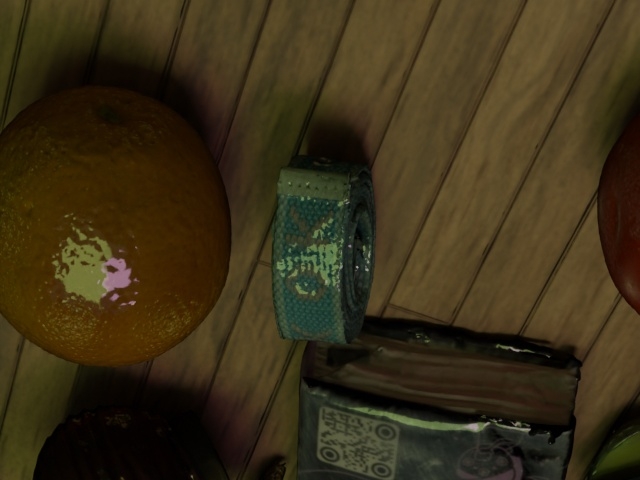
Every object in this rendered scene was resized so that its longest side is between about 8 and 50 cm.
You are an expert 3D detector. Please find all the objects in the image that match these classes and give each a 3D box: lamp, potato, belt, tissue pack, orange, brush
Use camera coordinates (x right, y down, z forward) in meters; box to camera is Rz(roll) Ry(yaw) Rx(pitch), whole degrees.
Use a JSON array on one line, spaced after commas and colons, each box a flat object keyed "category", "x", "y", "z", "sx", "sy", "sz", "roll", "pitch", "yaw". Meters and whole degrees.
[{"category": "lamp", "x": -0.192, "y": 0.273, "z": 1.658, "sx": 0.247, "sy": 0.247, "sz": 0.247, "roll": 6, "pitch": 132, "yaw": 7}, {"category": "potato", "x": 0.306, "y": 0.239, "z": 1.636, "sx": 0.119, "sy": 0.054, "sz": 0.198, "roll": -13, "pitch": 123, "yaw": 10}, {"category": "belt", "x": 0.000, "y": 0.007, "z": 1.443, "sx": 0.082, "sy": 0.147, "sz": 0.163, "roll": 7, "pitch": 104, "yaw": 10}, {"category": "tissue pack", "x": 0.101, "y": 0.246, "z": 1.649, "sx": 0.259, "sy": 0.122, "sz": 0.361, "roll": 8, "pitch": 134, "yaw": 8}, {"category": "orange", "x": -0.180, "y": -0.010, "z": 1.416, "sx": 0.236, "sy": 0.236, "sz": 0.236, "roll": 6, "pitch": 132, "yaw": 7}, {"category": "brush", "x": -0.079, "y": 0.279, "z": 1.766, "sx": 0.014, "sy": 0.051, "sz": 0.164, "roll": 30, "pitch": 139, "yaw": -10}]

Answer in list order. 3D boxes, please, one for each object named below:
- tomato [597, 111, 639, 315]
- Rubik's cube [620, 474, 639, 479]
[{"category": "tomato", "x": 0.323, "y": -0.013, "z": 1.319, "sx": 0.232, "sy": 0.188, "sz": 0.232, "roll": 8, "pitch": 132, "yaw": 9}, {"category": "Rubik's cube", "x": 0.459, "y": 0.393, "z": 1.500, "sx": 0.359, "sy": 0.363, "sz": 0.362, "roll": -18, "pitch": 121, "yaw": 7}]
